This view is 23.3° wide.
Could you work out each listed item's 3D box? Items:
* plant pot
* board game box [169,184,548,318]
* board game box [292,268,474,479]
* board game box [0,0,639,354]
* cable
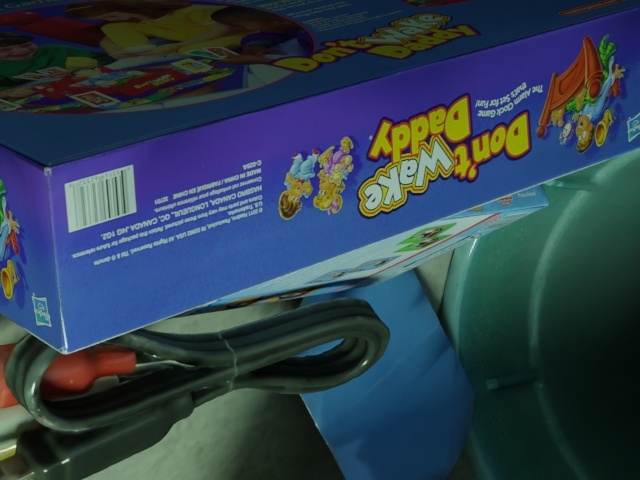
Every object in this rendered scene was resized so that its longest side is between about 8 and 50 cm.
[{"bbox_3d":[0.321,0.068,1.097,0.334,0.341,0.341,-4,111,-50],"label":"plant pot"},{"bbox_3d":[0.000,0.000,0.878,0.211,0.160,0.039,-9,78,-41],"label":"board game box"},{"bbox_3d":[0.031,0.091,1.018,0.133,0.033,0.168,-40,109,-39],"label":"board game box"},{"bbox_3d":[-0.040,-0.070,0.748,0.347,0.233,0.078,-19,119,-36],"label":"board game box"},{"bbox_3d":[-0.086,0.063,0.866,0.287,0.072,0.139,-22,140,-31],"label":"cable"}]
